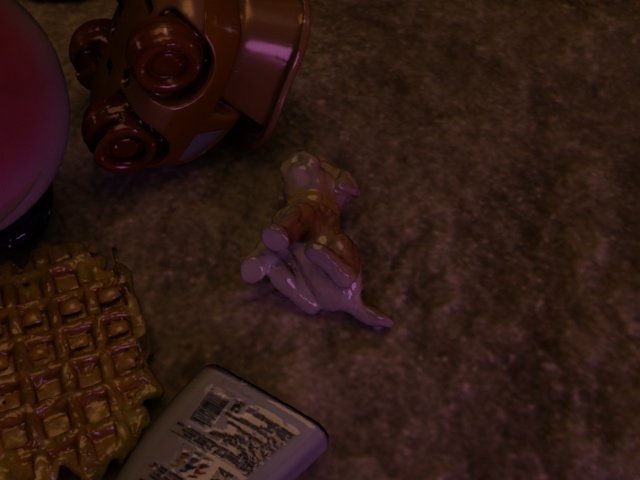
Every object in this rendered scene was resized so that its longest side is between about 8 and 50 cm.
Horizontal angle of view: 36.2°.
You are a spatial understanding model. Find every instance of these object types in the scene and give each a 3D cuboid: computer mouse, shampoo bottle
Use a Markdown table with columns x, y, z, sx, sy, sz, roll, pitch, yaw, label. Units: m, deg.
| x | y | z | sx | sy | sz | roll | pitch | yaw | label |
| --- | --- | --- | --- | --- | --- | --- | --- | --- | --- |
| -0.346 | -0.035 | 1.121 | 0.079 | 0.047 | 0.135 | -8 | 47 | 4 | computer mouse |
| -0.130 | 0.256 | 0.910 | 0.153 | 0.071 | 0.284 | 29 | 59 | 16 | shampoo bottle |

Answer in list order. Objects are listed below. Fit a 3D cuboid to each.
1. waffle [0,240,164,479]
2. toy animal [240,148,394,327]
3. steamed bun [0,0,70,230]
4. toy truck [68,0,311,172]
| x | y | z | sx | sy | sz | roll | pitch | yaw | label |
| --- | --- | --- | --- | --- | --- | --- | --- | --- | --- |
| -0.279 | 0.126 | 1.000 | 0.262 | 0.060 | 0.281 | 24 | 56 | 12 | waffle |
| 0.015 | -0.002 | 1.116 | 0.183 | 0.104 | 0.185 | 33 | 34 | -15 | toy animal |
| -0.385 | -0.132 | 0.957 | 0.309 | 0.309 | 0.309 | 2 | 53 | -3 | steamed bun |
| -0.161 | -0.214 | 1.146 | 0.211 | 0.288 | 0.204 | 6 | 47 | -32 | toy truck |
